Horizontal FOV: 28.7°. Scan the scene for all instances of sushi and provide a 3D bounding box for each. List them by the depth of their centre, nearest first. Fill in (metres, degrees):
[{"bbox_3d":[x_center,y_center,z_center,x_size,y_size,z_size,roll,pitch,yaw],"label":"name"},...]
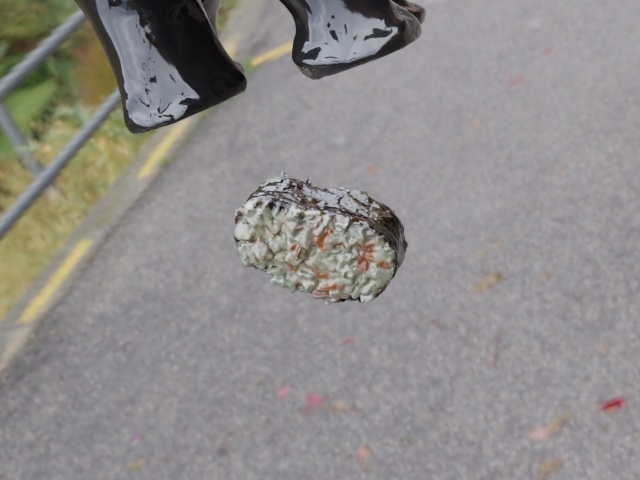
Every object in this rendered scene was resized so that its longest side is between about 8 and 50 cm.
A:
[{"bbox_3d":[0.000,0.000,1.106,0.150,0.090,0.078,18,26,10],"label":"sushi"}]

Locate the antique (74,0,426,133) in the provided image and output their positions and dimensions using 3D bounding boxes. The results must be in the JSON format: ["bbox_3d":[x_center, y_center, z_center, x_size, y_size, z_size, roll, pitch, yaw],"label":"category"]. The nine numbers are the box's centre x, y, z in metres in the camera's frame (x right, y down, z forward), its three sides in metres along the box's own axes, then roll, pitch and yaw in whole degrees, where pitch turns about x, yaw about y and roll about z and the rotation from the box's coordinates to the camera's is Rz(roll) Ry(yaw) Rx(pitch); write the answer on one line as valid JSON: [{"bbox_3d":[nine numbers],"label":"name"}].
[{"bbox_3d":[-0.056,-0.205,0.668,0.322,0.255,0.185,-7,15,42],"label":"antique"}]
